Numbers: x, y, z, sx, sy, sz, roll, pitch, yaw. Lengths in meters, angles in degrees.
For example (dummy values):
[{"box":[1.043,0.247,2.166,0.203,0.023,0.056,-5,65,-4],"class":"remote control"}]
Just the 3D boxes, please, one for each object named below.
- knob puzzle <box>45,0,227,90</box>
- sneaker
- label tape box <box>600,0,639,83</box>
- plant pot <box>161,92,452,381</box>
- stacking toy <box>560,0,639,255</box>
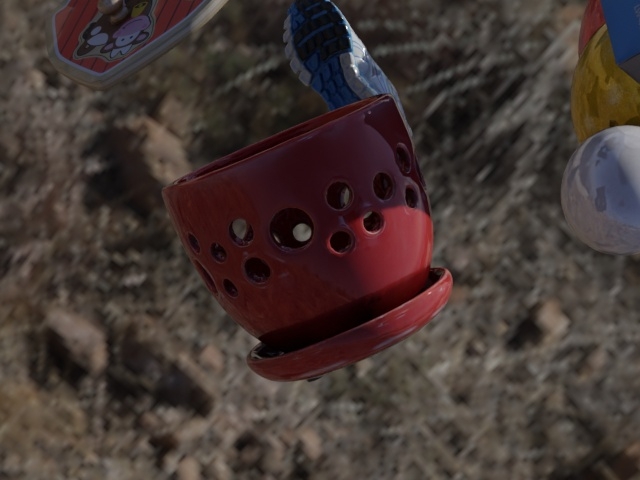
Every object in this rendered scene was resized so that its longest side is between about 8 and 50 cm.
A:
[{"box":[-0.125,-0.181,1.381,0.030,0.213,0.213,53,33,-34],"class":"knob puzzle"},{"box":[0.030,-0.159,1.945,0.190,0.071,0.083,62,23,8],"class":"sneaker"},{"box":[0.274,-0.251,1.586,0.334,0.106,0.240,22,53,-61],"class":"label tape box"},{"box":[0.000,0.000,1.483,0.191,0.191,0.174,-33,100,-47],"class":"plant pot"},{"box":[0.349,-0.152,1.905,0.350,0.350,0.480,42,47,0],"class":"stacking toy"}]
